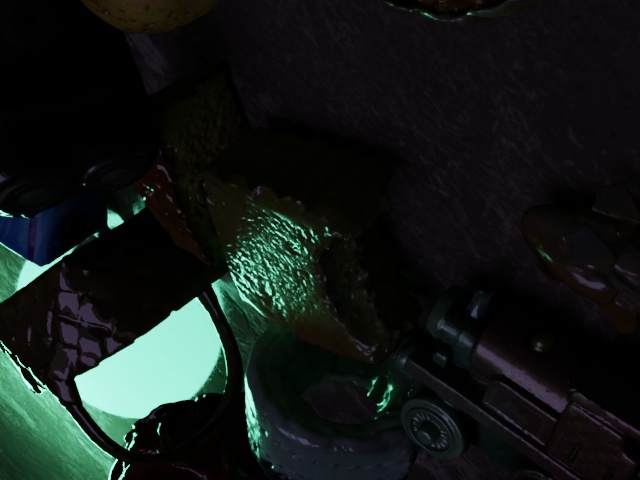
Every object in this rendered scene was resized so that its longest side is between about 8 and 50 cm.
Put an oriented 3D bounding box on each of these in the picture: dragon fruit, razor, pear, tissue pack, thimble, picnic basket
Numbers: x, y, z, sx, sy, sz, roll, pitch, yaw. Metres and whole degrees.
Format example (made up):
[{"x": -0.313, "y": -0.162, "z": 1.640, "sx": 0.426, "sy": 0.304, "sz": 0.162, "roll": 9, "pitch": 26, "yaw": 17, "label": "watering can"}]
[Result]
[{"x": -0.167, "y": 0.382, "z": 1.823, "sx": 0.329, "sy": 0.329, "sz": 0.329, "roll": 30, "pitch": 147, "yaw": 22, "label": "dragon fruit"}, {"x": -0.299, "y": -0.203, "z": 1.241, "sx": 0.113, "sy": 0.205, "sz": 0.348, "roll": 129, "pitch": 124, "yaw": -67, "label": "razor"}, {"x": -0.155, "y": -0.282, "z": 1.134, "sx": 0.178, "sy": 0.178, "sz": 0.178, "roll": 30, "pitch": 147, "yaw": 22, "label": "pear"}, {"x": -0.370, "y": -0.130, "z": 1.517, "sx": 0.198, "sy": 0.146, "sz": 0.263, "roll": 31, "pitch": 133, "yaw": 14, "label": "tissue pack"}, {"x": 0.026, "y": 0.197, "z": 1.435, "sx": 0.237, "sy": 0.237, "sz": 0.150, "roll": 30, "pitch": 145, "yaw": 22, "label": "thimble"}, {"x": -0.236, "y": 0.140, "z": 1.597, "sx": 0.337, "sy": 0.293, "sz": 0.337, "roll": 22, "pitch": 130, "yaw": 30, "label": "picnic basket"}]

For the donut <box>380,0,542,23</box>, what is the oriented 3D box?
[{"x": 0.108, "y": -0.293, "z": 0.805, "sx": 0.299, "sy": 0.150, "sz": 0.317, "roll": 25, "pitch": 145, "yaw": 24, "label": "donut"}]

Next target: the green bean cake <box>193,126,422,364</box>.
[{"x": 0.000, "y": 0.000, "z": 1.320, "sx": 0.233, "sy": 0.124, "sz": 0.236, "roll": 22, "pitch": 144, "yaw": 34, "label": "green bean cake"}]

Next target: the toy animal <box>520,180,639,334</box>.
[{"x": 0.264, "y": 0.029, "z": 1.096, "sx": 0.188, "sy": 0.089, "sz": 0.179, "roll": 35, "pitch": 166, "yaw": 14, "label": "toy animal"}]

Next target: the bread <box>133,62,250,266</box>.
[{"x": -0.158, "y": -0.094, "z": 1.391, "sx": 0.134, "sy": 0.129, "sz": 0.260, "roll": 23, "pitch": 142, "yaw": 33, "label": "bread"}]

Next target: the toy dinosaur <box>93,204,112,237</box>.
[{"x": -0.356, "y": -0.058, "z": 1.720, "sx": 0.144, "sy": 0.076, "sz": 0.329, "roll": -1, "pitch": 132, "yaw": 35, "label": "toy dinosaur"}]

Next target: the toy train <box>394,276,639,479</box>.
[{"x": 0.218, "y": 0.165, "z": 1.266, "sx": 0.304, "sy": 0.150, "sz": 0.221, "roll": 33, "pitch": 138, "yaw": 20, "label": "toy train"}]
